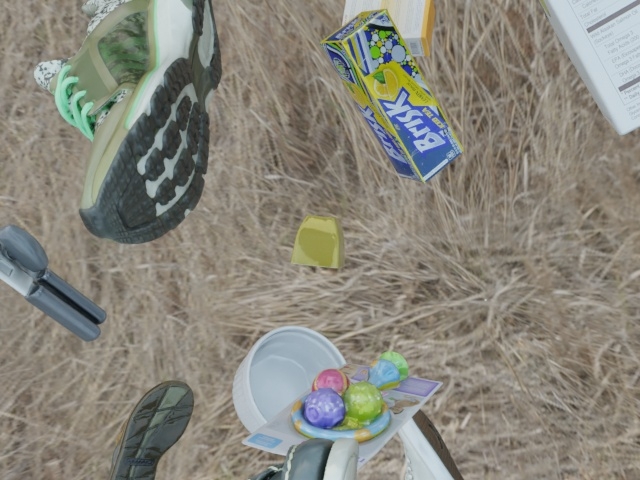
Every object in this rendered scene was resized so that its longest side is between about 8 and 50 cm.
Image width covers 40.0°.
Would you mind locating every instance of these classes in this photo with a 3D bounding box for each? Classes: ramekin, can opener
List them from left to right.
[{"bbox_3d":[-0.488,0.085,1.579,0.093,0.280,0.074,-13,45,30],"label":"can opener"},{"bbox_3d":[-0.057,0.264,1.552,0.207,0.109,0.207,13,61,-25],"label":"ramekin"}]

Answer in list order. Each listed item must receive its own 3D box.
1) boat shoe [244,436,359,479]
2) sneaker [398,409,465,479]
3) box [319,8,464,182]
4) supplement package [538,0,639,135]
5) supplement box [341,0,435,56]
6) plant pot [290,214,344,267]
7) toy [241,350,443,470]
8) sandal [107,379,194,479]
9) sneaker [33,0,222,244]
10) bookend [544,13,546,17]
[{"bbox_3d":[-0.038,0.214,0.587,0.099,0.319,0.116,13,56,1],"label":"boat shoe"},{"bbox_3d":[0.165,0.395,1.411,0.123,0.106,0.290,-25,109,11],"label":"sneaker"},{"bbox_3d":[0.073,-0.141,0.874,0.059,0.054,0.169,-39,114,-12],"label":"box"},{"bbox_3d":[0.247,-0.248,0.663,0.198,0.199,0.263,-29,94,18],"label":"supplement package"},{"bbox_3d":[0.075,-0.239,0.980,0.098,0.036,0.062,3,67,17],"label":"supplement box"},{"bbox_3d":[0.000,0.000,1.467,0.081,0.081,0.083,6,91,9],"label":"plant pot"},{"bbox_3d":[0.032,0.177,1.002,0.137,0.237,0.056,8,106,30],"label":"toy"},{"bbox_3d":[-0.257,0.293,1.281,0.060,0.090,0.219,44,116,53],"label":"sandal"},{"bbox_3d":[-0.215,-0.145,0.927,0.182,0.158,0.410,-5,43,8],"label":"sneaker"},{"bbox_3d":[0.335,-0.276,1.021,0.156,0.072,0.157,-14,87,40],"label":"bookend"}]
